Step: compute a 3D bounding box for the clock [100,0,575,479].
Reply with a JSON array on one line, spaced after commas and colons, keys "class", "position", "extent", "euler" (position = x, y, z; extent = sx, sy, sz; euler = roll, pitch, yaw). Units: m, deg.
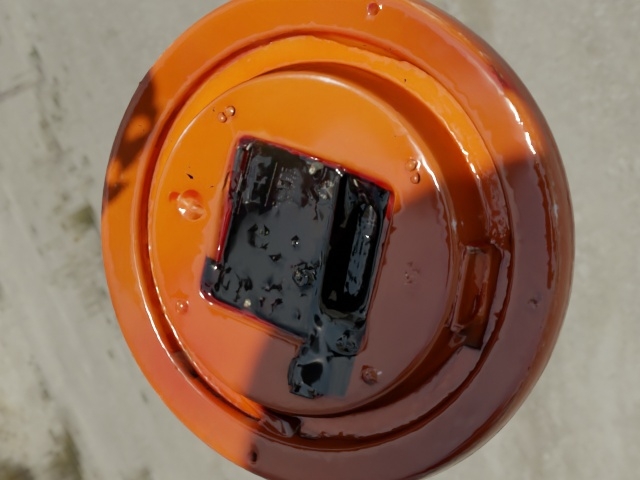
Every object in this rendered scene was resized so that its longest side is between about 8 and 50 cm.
[{"class": "clock", "position": [0.000, 0.000, 0.585], "extent": [0.205, 0.205, 0.051], "euler": [60, -155, 10]}]
